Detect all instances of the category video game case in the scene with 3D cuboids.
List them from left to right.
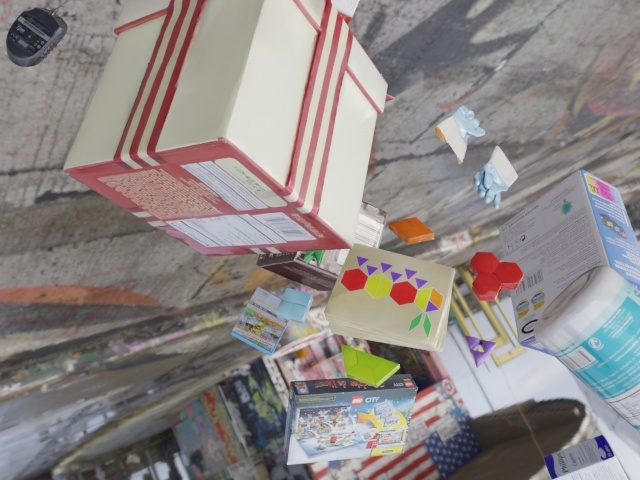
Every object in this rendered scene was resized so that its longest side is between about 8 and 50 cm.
[{"bbox_3d":[-0.148,0.209,1.511,0.015,0.119,0.166,-60,-178,46],"label":"video game case"}]

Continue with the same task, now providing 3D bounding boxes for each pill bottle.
[{"bbox_3d":[0.442,0.170,0.791,0.146,0.264,0.146,-44,169,-11],"label":"pill bottle"}]

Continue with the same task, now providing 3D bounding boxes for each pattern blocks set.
[{"bbox_3d":[0.111,0.086,0.871,0.285,0.325,0.026,-57,157,-26],"label":"pattern blocks set"}]

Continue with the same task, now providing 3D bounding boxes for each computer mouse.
[{"bbox_3d":[-0.445,-0.394,0.984,0.242,0.071,0.041,-52,-178,-8],"label":"computer mouse"}]

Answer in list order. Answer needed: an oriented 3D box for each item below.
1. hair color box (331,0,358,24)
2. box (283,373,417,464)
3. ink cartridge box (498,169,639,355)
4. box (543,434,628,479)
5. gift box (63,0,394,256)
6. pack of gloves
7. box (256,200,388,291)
[{"bbox_3d":[0.004,-0.465,1.058,0.043,0.141,0.071,-173,-74,-81],"label":"hair color box"},{"bbox_3d":[0.054,0.331,1.068,0.233,0.044,0.159,1,113,-15],"label":"box"},{"bbox_3d":[0.568,0.084,1.290,0.151,0.395,0.270,20,141,-21],"label":"ink cartridge box"},{"bbox_3d":[0.568,0.500,1.215,0.137,0.126,0.072,-28,-163,14],"label":"box"},{"bbox_3d":[-0.064,-0.140,0.622,0.277,0.258,0.255,-2,155,28],"label":"gift box"},{"bbox_3d":[0.300,-0.162,1.130,0.046,0.195,0.232,-30,-173,36],"label":"pack of gloves"},{"bbox_3d":[0.000,0.000,1.170,0.167,0.168,0.203,23,164,-24],"label":"box"}]
